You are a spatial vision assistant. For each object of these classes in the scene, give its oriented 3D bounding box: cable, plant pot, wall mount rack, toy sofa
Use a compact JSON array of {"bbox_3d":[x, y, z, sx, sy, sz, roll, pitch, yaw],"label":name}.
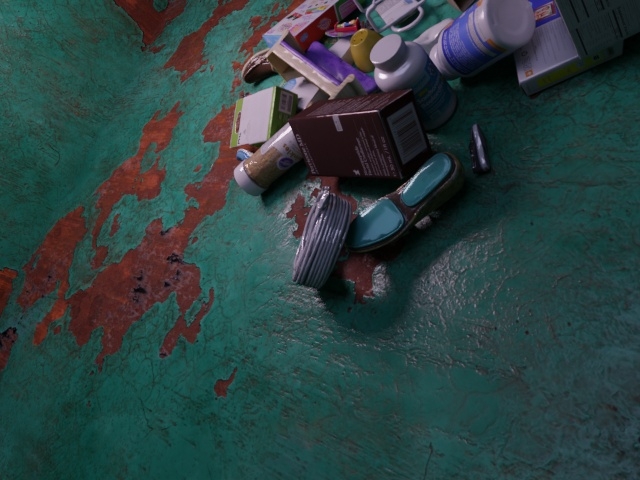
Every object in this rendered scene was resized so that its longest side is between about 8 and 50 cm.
[{"bbox_3d":[0.000,0.000,1.480,0.257,0.089,0.256,154,133,-81],"label":"cable"},{"bbox_3d":[0.149,-0.626,1.836,0.134,0.095,0.134,-23,50,31],"label":"plant pot"},{"bbox_3d":[0.263,-0.820,1.820,0.304,0.130,0.350,-33,39,13],"label":"wall mount rack"},{"bbox_3d":[0.408,-0.763,1.695,0.109,0.109,0.096,-48,30,7],"label":"plant pot"},{"bbox_3d":[0.007,-0.538,1.802,0.177,0.150,0.362,-48,58,4],"label":"toy sofa"}]

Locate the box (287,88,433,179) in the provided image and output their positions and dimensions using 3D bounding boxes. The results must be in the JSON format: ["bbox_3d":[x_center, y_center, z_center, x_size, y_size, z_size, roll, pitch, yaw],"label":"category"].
[{"bbox_3d":[0.097,-0.280,1.530,0.143,0.191,0.382,-36,26,-27],"label":"box"}]

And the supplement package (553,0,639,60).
[{"bbox_3d":[0.577,-0.576,1.244,0.145,0.204,0.261,-24,49,28],"label":"supplement package"}]

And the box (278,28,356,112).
[{"bbox_3d":[-0.009,-0.595,1.986,0.322,0.058,0.232,-54,42,-2],"label":"box"}]

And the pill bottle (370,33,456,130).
[{"bbox_3d":[0.239,-0.417,1.493,0.146,0.264,0.146,-22,51,31],"label":"pill bottle"}]

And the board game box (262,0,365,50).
[{"bbox_3d":[-0.028,-0.806,2.060,0.316,0.064,0.242,-43,36,-13],"label":"board game box"}]

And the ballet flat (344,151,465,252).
[{"bbox_3d":[0.214,-0.076,1.406,0.349,0.123,0.123,-41,43,19],"label":"ballet flat"}]

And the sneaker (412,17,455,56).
[{"bbox_3d":[0.313,-0.585,1.692,0.212,0.080,0.094,-30,35,15],"label":"sneaker"}]

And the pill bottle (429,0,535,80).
[{"bbox_3d":[0.396,-0.509,1.446,0.152,0.152,0.272,-67,18,-14],"label":"pill bottle"}]

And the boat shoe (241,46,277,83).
[{"bbox_3d":[-0.197,-0.685,2.189,0.258,0.095,0.095,-35,51,19],"label":"boat shoe"}]

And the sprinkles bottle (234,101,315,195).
[{"bbox_3d":[-0.118,-0.287,1.814,0.355,0.121,0.121,-37,45,25],"label":"sprinkles bottle"}]

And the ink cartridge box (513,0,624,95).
[{"bbox_3d":[0.618,-0.537,1.384,0.308,0.072,0.303,-19,51,30],"label":"ink cartridge box"}]

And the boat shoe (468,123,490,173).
[{"bbox_3d":[0.384,-0.227,1.400,0.040,0.049,0.142,-22,53,31],"label":"boat shoe"}]

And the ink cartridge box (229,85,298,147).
[{"bbox_3d":[-0.201,-0.413,1.976,0.255,0.097,0.188,2,83,51],"label":"ink cartridge box"}]

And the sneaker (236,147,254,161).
[{"bbox_3d":[-0.254,-0.273,1.991,0.162,0.063,0.073,27,87,48],"label":"sneaker"}]

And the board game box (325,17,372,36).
[{"bbox_3d":[0.096,-0.733,1.931,0.169,0.033,0.133,-24,35,-22],"label":"board game box"}]
